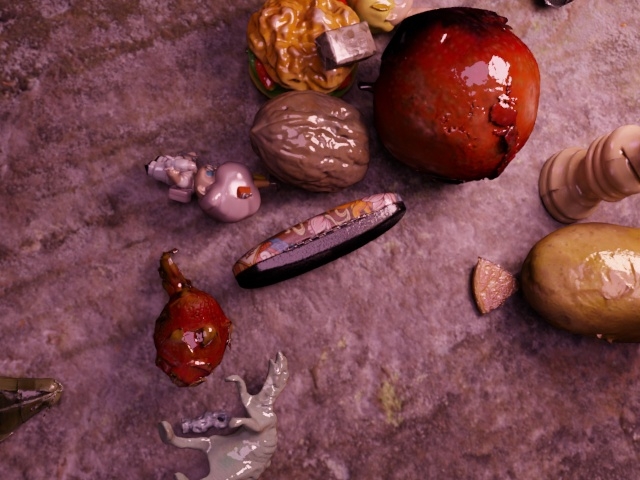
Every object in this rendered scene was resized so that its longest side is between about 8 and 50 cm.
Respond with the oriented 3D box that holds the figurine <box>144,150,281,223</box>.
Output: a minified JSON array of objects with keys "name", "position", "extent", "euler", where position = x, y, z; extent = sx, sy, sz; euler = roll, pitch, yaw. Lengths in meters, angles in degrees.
[{"name":"figurine","position":[-0.188,-0.093,1.013],"extent":[0.228,0.137,0.112],"euler":[18,109,0]}]

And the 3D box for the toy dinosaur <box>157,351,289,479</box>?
[{"name":"toy dinosaur","position":[-0.164,0.363,0.919],"extent":[0.205,0.092,0.393],"euler":[17,84,-43]}]

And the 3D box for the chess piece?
[{"name":"chess piece","position":[0.507,-0.132,1.012],"extent":[0.124,0.307,0.139],"euler":[41,77,1]}]

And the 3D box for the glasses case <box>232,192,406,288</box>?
[{"name":"glasses case","position":[0.000,0.000,1.013],"extent":[0.320,0.122,0.082],"euler":[-24,84,-12]}]

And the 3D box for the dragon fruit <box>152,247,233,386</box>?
[{"name":"dragon fruit","position":[-0.226,0.120,0.969],"extent":[0.125,0.125,0.246],"euler":[-4,56,-38]}]

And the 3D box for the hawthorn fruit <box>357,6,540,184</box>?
[{"name":"hawthorn fruit","position":[0.237,-0.257,1.016],"extent":[0.315,0.316,0.316],"euler":[1,79,-7]}]

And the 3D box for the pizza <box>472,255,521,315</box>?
[{"name":"pizza","position":[0.317,0.093,1.089],"extent":[0.100,0.029,0.099],"euler":[28,85,1]}]

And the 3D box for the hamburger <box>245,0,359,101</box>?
[{"name":"hamburger","position":[-0.028,-0.365,1.069],"extent":[0.237,0.149,0.237],"euler":[1,79,-6]}]

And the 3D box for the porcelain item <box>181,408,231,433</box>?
[{"name":"porcelain item","position":[-0.190,0.303,0.974],"extent":[0.083,0.028,0.036],"euler":[-5,44,-11]}]

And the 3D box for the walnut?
[{"name":"walnut","position":[-0.020,-0.173,1.013],"extent":[0.230,0.178,0.178],"euler":[3,77,-33]}]

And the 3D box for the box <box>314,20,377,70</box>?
[{"name":"box","position":[0.043,-0.329,0.989],"extent":[0.098,0.045,0.062],"euler":[-28,100,-29]}]

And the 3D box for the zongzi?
[{"name":"zongzi","position":[-0.470,0.279,0.934],"extent":[0.109,0.055,0.119],"euler":[2,90,-9]}]

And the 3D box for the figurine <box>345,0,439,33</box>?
[{"name":"figurine","position":[0.144,-0.447,1.123],"extent":[0.246,0.131,0.156],"euler":[27,42,0]}]

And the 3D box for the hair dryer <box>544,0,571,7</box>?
[{"name":"hair dryer","position":[0.451,-0.624,1.223],"extent":[0.271,0.091,0.236],"euler":[30,67,3]}]

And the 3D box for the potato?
[{"name":"potato","position":[0.493,0.072,1.040],"extent":[0.265,0.229,0.229],"euler":[6,78,9]}]
